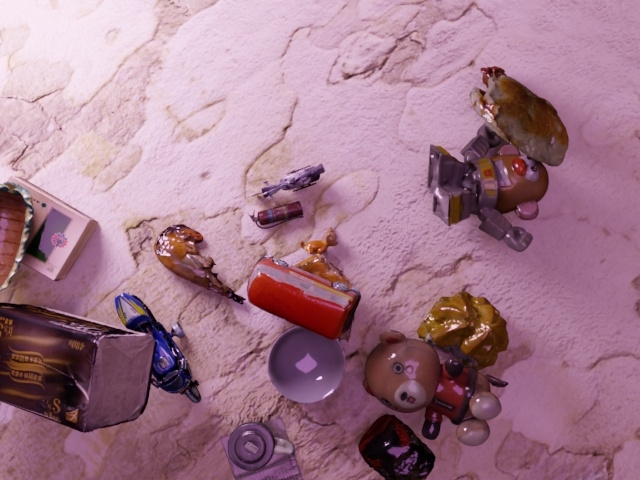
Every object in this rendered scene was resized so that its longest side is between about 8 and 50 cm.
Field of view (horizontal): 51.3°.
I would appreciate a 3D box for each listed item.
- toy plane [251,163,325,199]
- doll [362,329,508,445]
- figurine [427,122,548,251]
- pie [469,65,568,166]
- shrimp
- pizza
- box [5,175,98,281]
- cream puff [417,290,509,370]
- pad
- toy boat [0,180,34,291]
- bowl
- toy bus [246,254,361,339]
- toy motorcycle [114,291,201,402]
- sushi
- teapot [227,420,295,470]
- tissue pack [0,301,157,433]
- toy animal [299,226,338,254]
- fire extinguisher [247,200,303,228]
[{"bbox_3d":[-0.078,-0.143,1.631,0.197,0.078,0.053,-18,93,9],"label":"toy plane"},{"bbox_3d":[0.267,0.340,1.586,0.330,0.174,0.234,21,126,9],"label":"doll"},{"bbox_3d":[0.417,-0.139,1.629,0.285,0.167,0.342,-2,88,-10],"label":"figurine"},{"bbox_3d":[0.485,-0.295,1.621,0.275,0.105,0.257,31,43,-7],"label":"pie"},{"bbox_3d":[-0.280,0.056,1.614,0.262,0.066,0.117,30,87,-6],"label":"shrimp"},{"bbox_3d":[0.017,0.130,1.631,0.226,0.069,0.147,37,106,1],"label":"pizza"},{"bbox_3d":[-0.664,-0.027,1.566,0.212,0.095,0.168,30,89,-4],"label":"box"},{"bbox_3d":[0.365,0.214,1.617,0.221,0.195,0.194,26,87,-8],"label":"cream puff"},{"bbox_3d":[-0.129,0.586,1.648,0.160,0.009,0.264,-20,91,-5],"label":"pad"},{"bbox_3d":[-0.705,0.016,1.471,0.109,0.099,0.292,11,84,-2],"label":"toy boat"},{"bbox_3d":[-0.035,0.293,1.622,0.189,0.086,0.188,0,91,-6],"label":"bowl"},{"bbox_3d":[-0.050,0.132,1.547,0.265,0.120,0.121,23,110,8],"label":"toy bus"},{"bbox_3d":[-0.373,0.255,1.550,0.113,0.169,0.315,-33,92,-4],"label":"toy motorcycle"},{"bbox_3d":[0.177,0.499,1.568,0.126,0.225,0.136,40,80,-2],"label":"sushi"},{"bbox_3d":[-0.144,0.478,1.596,0.149,0.108,0.111,-20,87,-1],"label":"teapot"},{"bbox_3d":[-0.566,0.262,1.457,0.370,0.198,0.209,8,93,27],"label":"tissue pack"},{"bbox_3d":[0.000,0.000,1.645,0.081,0.060,0.083,35,95,-5],"label":"toy animal"},{"bbox_3d":[-0.110,-0.063,1.645,0.132,0.039,0.056,-15,82,-5],"label":"fire extinguisher"}]
